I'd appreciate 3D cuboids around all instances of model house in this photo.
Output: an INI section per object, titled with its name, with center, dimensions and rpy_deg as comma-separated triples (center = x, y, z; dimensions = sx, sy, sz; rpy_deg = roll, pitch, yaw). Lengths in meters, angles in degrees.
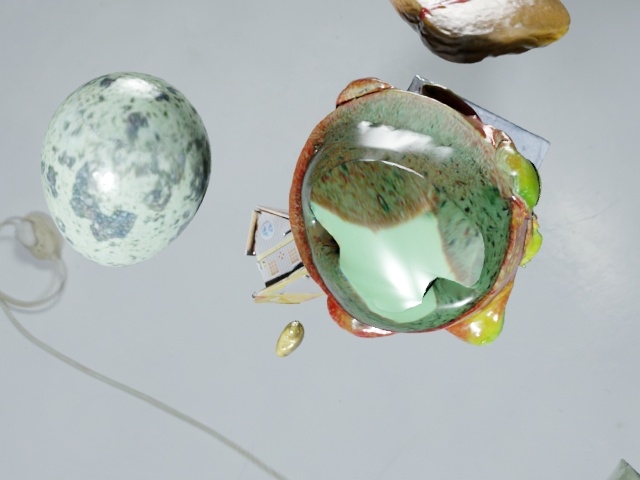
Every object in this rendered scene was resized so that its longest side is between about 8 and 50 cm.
[model house]
center = 0.000, 0.000, 1.198
dimensions = 0.207, 0.219, 0.135
rpy_deg = -32, 69, 34

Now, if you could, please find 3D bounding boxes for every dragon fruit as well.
[dragon fruit]
center = 0.087, -0.020, 0.770
dimensions = 0.268, 0.130, 0.295
rpy_deg = -38, 83, 25

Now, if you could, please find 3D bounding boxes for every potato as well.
[potato]
center = -0.057, 0.191, 1.514
dimensions = 0.047, 0.045, 0.092
rpy_deg = 17, 121, -16

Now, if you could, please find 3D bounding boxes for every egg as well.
[egg]
center = -0.158, -0.053, 0.631
dimensions = 0.132, 0.132, 0.172
rpy_deg = 26, 124, 6

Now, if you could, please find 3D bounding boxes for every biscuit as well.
[biscuit]
center = 0.219, -0.325, 0.997
dimensions = 0.262, 0.052, 0.277
rpy_deg = -9, 45, -12

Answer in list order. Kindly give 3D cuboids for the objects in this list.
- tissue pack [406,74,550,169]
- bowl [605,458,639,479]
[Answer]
[tissue pack]
center = 0.303, -0.163, 1.729
dimensions = 0.124, 0.394, 0.287
rpy_deg = 39, 107, 50
[bowl]
center = 0.255, 0.278, 0.565
dimensions = 0.112, 0.211, 0.211
rpy_deg = -42, 80, 3
